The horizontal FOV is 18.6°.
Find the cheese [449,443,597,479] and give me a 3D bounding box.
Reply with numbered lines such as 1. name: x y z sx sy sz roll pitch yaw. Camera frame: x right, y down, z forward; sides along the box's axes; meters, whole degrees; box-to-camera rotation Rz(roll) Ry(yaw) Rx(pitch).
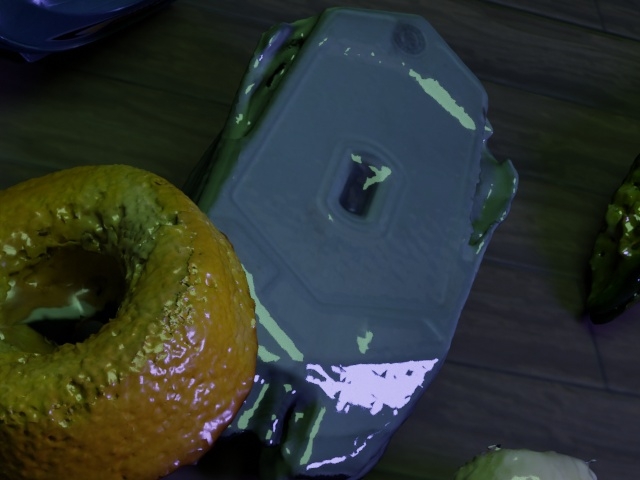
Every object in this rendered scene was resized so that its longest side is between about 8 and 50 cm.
1. cheese: 0.153 0.235 1.348 0.123 0.094 0.167 15 45 -32

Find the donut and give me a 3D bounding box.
1. donut: -0.159 0.058 1.263 0.253 0.118 0.253 -13 43 12

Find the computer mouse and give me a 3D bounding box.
1. computer mouse: -0.002 0.003 1.458 0.228 0.145 0.429 31 51 -11

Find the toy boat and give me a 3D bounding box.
1. toy boat: -0.203 -0.211 1.565 0.114 0.122 0.296 54 32 -2

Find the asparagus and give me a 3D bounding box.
1. asparagus: 0.333 -0.047 1.729 0.108 0.128 0.382 11 27 38
